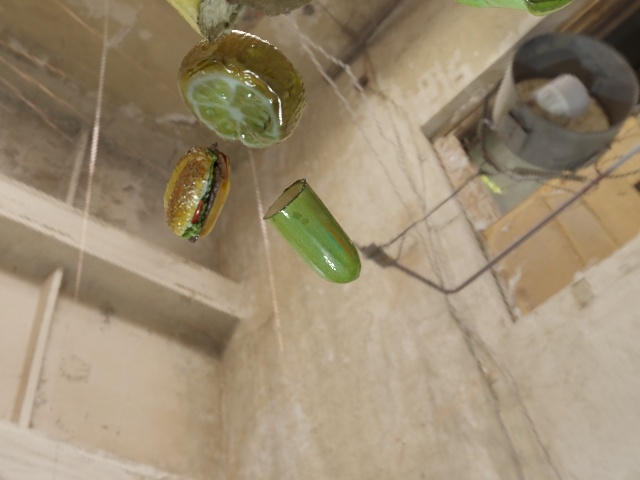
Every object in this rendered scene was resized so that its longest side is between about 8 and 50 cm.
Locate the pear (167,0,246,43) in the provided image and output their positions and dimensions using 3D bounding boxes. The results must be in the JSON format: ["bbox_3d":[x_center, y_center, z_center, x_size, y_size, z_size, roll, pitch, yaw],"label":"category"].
[{"bbox_3d":[-0.184,-0.414,1.078,0.178,0.267,0.267,18,-156,2],"label":"pear"}]

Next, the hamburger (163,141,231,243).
[{"bbox_3d":[-0.214,-0.082,1.330,0.087,0.166,0.137,12,-144,-24],"label":"hamburger"}]

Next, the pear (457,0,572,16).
[{"bbox_3d":[0.236,-0.428,1.145,0.292,0.159,0.292,20,-170,-4],"label":"pear"}]

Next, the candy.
[{"bbox_3d":[-0.156,-0.291,1.534,0.260,0.260,0.118,40,-127,-21],"label":"candy"}]

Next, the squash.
[{"bbox_3d":[0.000,0.000,1.262,0.188,0.095,0.095,49,-160,-16],"label":"squash"}]

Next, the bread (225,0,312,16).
[{"bbox_3d":[-0.049,-0.396,0.628,0.113,0.165,0.417,2,-112,-49],"label":"bread"}]
